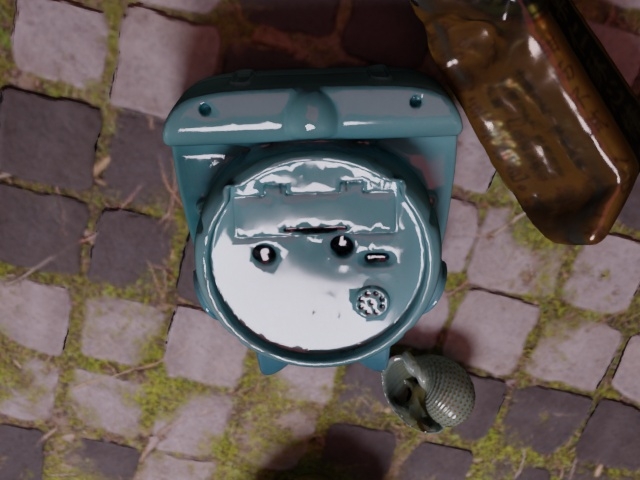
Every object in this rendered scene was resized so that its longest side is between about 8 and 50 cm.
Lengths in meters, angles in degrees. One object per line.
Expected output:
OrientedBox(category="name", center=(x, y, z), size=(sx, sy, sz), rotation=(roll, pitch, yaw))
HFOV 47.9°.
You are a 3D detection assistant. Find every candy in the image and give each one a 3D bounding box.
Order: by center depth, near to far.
OrientedBox(category="candy", center=(0.149, -0.124, 0.521), size=(0.101, 0.143, 0.271), rotation=(-14, 117, 48))

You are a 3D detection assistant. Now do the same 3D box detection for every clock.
OrientedBox(category="clock", center=(0.000, 0.000, 0.584), size=(0.224, 0.094, 0.274), rotation=(-3, 112, 2))

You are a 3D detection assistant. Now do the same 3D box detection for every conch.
OrientedBox(category="conch", center=(0.101, 0.135, 0.663), size=(0.076, 0.057, 0.085), rotation=(-43, 77, 33))

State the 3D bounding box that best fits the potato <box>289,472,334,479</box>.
OrientedBox(category="potato", center=(-0.015, 0.328, 0.697), size=(0.155, 0.137, 0.200), rotation=(27, 111, -10))
